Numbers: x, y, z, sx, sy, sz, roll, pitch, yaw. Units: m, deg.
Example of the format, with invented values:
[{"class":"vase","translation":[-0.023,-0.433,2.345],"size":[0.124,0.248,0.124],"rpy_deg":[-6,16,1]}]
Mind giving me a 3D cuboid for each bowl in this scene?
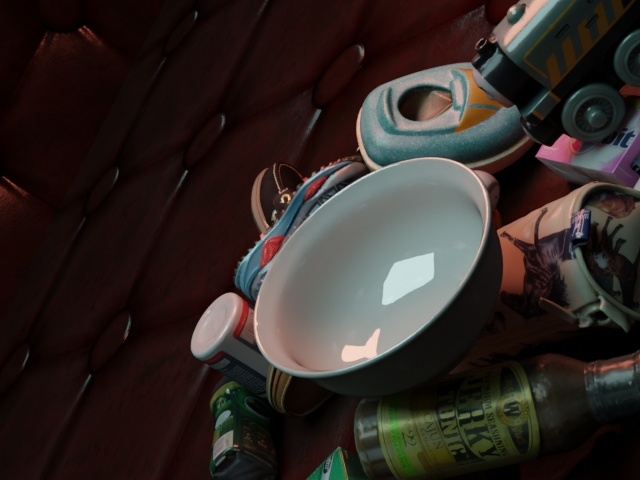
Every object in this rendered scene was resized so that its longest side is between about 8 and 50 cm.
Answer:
[{"class":"bowl","translation":[0.085,0.062,1.515],"size":[0.298,0.134,0.298],"rpy_deg":[-28,35,22]}]

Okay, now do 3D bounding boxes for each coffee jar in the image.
[{"class":"coffee jar","translation":[-0.112,0.276,2.044],"size":[0.079,0.096,0.184],"rpy_deg":[-46,25,24]}]

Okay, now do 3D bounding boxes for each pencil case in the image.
[{"class":"pencil case","translation":[0.207,0.074,1.638],"size":[0.410,0.160,0.183],"rpy_deg":[-28,17,45]}]

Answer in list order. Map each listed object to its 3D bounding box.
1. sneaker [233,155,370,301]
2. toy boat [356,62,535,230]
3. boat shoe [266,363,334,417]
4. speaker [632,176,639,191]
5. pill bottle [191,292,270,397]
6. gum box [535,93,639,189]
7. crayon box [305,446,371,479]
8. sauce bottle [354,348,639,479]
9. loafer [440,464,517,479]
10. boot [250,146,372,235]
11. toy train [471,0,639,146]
[{"class":"sneaker","translation":[0.000,0.000,1.995],"size":[0.262,0.125,0.104],"rpy_deg":[-51,-17,14]},{"class":"toy boat","translation":[0.188,-0.125,1.884],"size":[0.267,0.148,0.318],"rpy_deg":[-14,50,4]},{"class":"boat shoe","translation":[0.035,0.130,1.943],"size":[0.307,0.110,0.104],"rpy_deg":[-57,38,11]},{"class":"speaker","translation":[0.406,-0.089,1.612],"size":[0.136,0.055,0.055],"rpy_deg":[-58,24,-7]},{"class":"pill bottle","translation":[-0.086,0.164,2.037],"size":[0.108,0.180,0.108],"rpy_deg":[-42,27,27]},{"class":"gum box","translation":[0.358,-0.120,1.729],"size":[0.107,0.062,0.188],"rpy_deg":[-57,24,-4]},{"class":"crayon box","translation":[0.075,0.365,1.505],"size":[0.081,0.165,0.278],"rpy_deg":[-47,26,18]},{"class":"sauce bottle","translation":[0.204,0.179,1.487],"size":[0.344,0.111,0.111],"rpy_deg":[-18,40,25]},{"class":"loafer","translation":[0.152,0.253,1.631],"size":[0.170,0.061,0.062],"rpy_deg":[-16,45,54]},{"class":"boot","translation":[0.038,-0.067,2.154],"size":[0.284,0.138,0.377],"rpy_deg":[-47,29,21]},{"class":"toy train","translation":[0.326,-0.264,1.644],"size":[0.334,0.190,0.142],"rpy_deg":[-48,25,21]}]
